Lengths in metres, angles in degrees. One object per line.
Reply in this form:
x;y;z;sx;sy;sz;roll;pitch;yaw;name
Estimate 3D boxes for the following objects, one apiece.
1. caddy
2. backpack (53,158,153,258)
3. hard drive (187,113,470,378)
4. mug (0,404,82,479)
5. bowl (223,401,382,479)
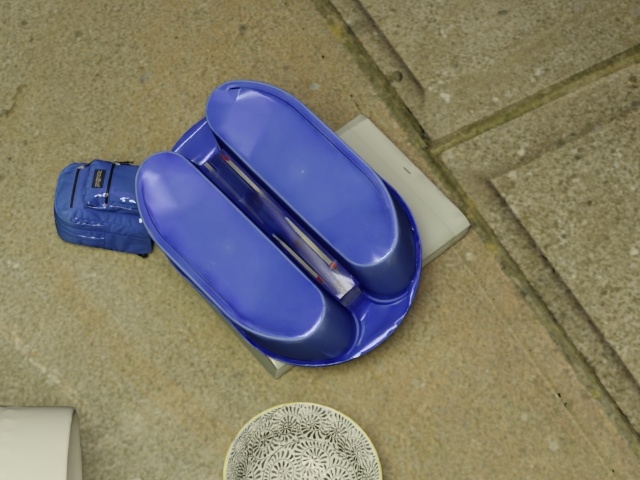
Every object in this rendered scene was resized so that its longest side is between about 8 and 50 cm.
-0.045;-0.018;1.578;0.241;0.179;0.341;-45;75;-2;caddy
-0.253;-0.048;1.662;0.120;0.101;0.098;6;54;0;backpack
0.000;0.000;1.694;0.307;0.040;0.203;-36;70;-22;hard drive
-0.405;0.275;1.395;0.327;0.276;0.374;0;30;-6;mug
-0.022;0.267;1.522;0.170;0.080;0.170;3;62;-5;bowl
